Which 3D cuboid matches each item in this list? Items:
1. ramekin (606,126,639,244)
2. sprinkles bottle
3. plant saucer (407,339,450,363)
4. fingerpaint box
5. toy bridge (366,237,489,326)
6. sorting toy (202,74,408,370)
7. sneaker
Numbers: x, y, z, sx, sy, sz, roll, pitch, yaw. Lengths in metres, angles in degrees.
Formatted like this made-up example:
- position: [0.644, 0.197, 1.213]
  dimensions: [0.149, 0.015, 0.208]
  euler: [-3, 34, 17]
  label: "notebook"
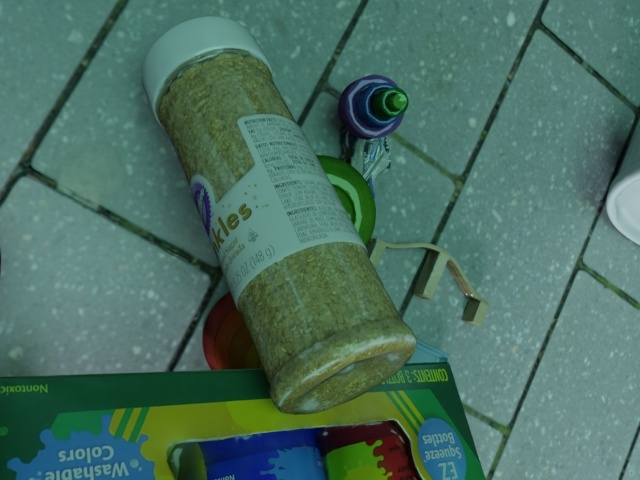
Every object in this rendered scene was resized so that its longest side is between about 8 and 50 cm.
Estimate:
- position: [0.524, -0.080, 0.848]
  dimensions: [0.273, 0.273, 0.127]
  euler: [27, 67, -22]
  label: "ramekin"
- position: [-0.048, -0.035, 0.567]
  dimensions: [0.121, 0.121, 0.355]
  euler: [-15, 61, -23]
  label: "sprinkles bottle"
- position: [0.093, 0.214, 0.782]
  dimensions: [0.067, 0.018, 0.192]
  euler: [27, 79, -22]
  label: "plant saucer"
- position: [-0.039, 0.297, 0.511]
  dimensions: [0.444, 0.163, 0.371]
  euler: [7, 58, -37]
  label: "fingerpaint box"
- position: [0.135, 0.041, 0.796]
  dimensions: [0.188, 0.026, 0.063]
  euler: [28, 78, -22]
  label: "toy bridge"
- position: [0.000, 0.000, 0.652]
  dimensions: [0.127, 0.126, 0.366]
  euler: [26, 90, -15]
  label: "sorting toy"
- position: [0.054, -0.106, 0.751]
  dimensions: [0.058, 0.052, 0.135]
  euler: [15, 93, -30]
  label: "sneaker"
